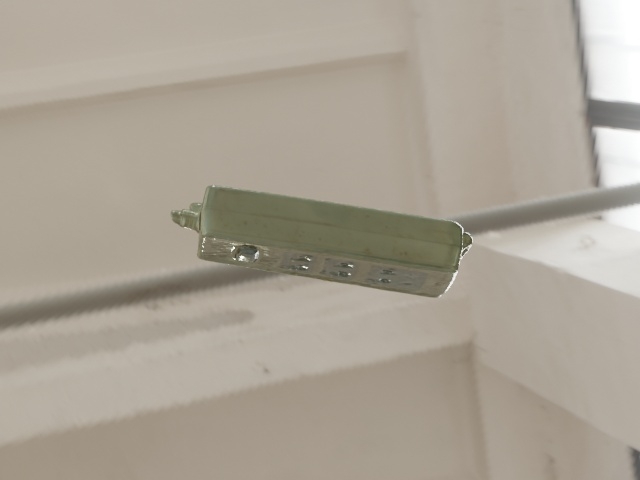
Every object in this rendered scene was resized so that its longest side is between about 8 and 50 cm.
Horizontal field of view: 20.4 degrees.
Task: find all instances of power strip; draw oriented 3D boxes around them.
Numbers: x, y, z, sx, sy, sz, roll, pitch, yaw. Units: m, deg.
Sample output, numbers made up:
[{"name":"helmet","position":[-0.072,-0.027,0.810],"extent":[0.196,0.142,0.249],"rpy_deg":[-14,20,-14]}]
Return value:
[{"name":"power strip","position":[0.000,0.000,0.488],"extent":[0.083,0.027,0.017],"rpy_deg":[8,-111,-3]}]
